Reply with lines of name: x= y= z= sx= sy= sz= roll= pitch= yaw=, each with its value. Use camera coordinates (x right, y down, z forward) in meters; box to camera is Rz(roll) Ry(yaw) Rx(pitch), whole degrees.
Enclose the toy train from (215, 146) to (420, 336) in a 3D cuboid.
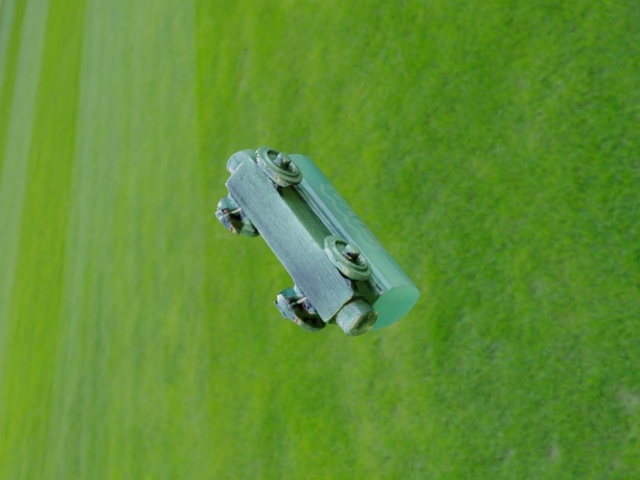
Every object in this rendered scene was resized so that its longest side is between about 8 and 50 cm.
toy train: x=0.000 y=0.000 z=0.963 sx=0.101 sy=0.159 sz=0.248 roll=-52 pitch=56 yaw=24
